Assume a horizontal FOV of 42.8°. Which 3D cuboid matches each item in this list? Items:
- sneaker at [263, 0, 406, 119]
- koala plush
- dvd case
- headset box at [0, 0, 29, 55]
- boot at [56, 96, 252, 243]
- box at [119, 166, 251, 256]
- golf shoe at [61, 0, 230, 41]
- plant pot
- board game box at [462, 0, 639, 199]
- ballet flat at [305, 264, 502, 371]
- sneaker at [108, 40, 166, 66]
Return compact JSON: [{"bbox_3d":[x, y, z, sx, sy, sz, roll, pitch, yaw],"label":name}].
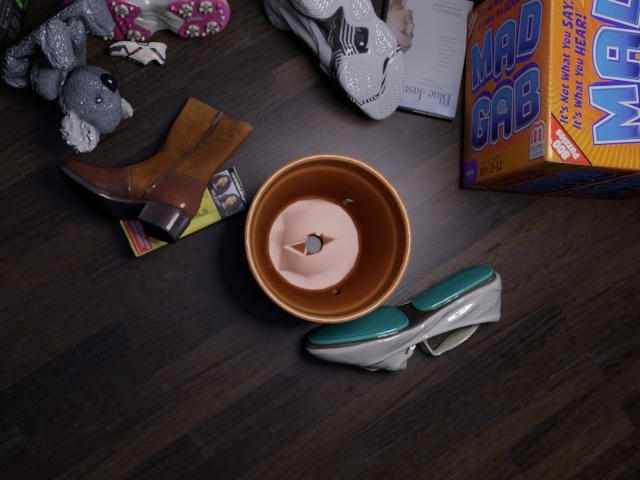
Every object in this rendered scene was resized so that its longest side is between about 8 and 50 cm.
[{"bbox_3d":[0.020,-0.399,1.542,0.137,0.210,0.366,-40,122,-8],"label":"sneaker"},{"bbox_3d":[-0.431,-0.277,1.438,0.203,0.196,0.221,-21,117,29],"label":"koala plush"},{"bbox_3d":[0.200,-0.376,1.628,0.180,0.022,0.253,11,85,-8],"label":"dvd case"},{"bbox_3d":[-0.654,-0.463,1.449,0.246,0.131,0.283,15,85,-7],"label":"headset box"},{"bbox_3d":[-0.300,-0.163,1.482,0.264,0.096,0.281,21,64,15],"label":"boot"},{"bbox_3d":[-0.251,-0.052,1.521,0.232,0.058,0.087,-24,90,-9],"label":"box"},{"bbox_3d":[-0.323,-0.452,1.525,0.306,0.115,0.140,-1,62,-5],"label":"golf shoe"},{"bbox_3d":[0.000,0.000,1.484,0.290,0.203,0.291,0,87,-9],"label":"plant pot"},{"bbox_3d":[0.494,-0.278,1.488,0.356,0.356,0.357,3,86,-12],"label":"board game box"},{"bbox_3d":[0.173,0.174,1.548,0.400,0.139,0.139,-21,90,-10],"label":"ballet flat"},{"bbox_3d":[-0.344,-0.350,1.535,0.109,0.040,0.044,-1,89,-8],"label":"sneaker"}]
